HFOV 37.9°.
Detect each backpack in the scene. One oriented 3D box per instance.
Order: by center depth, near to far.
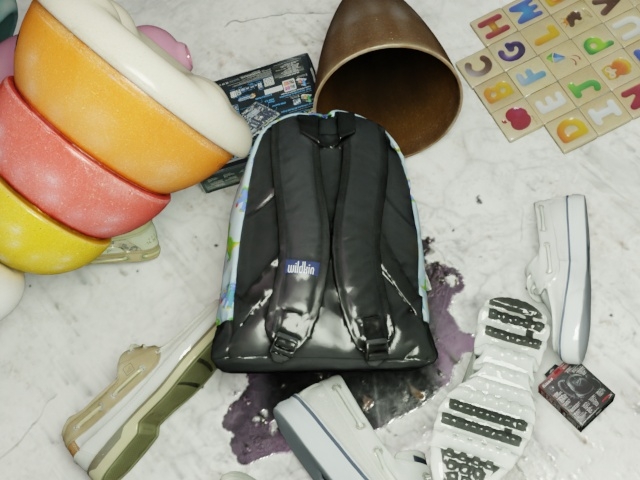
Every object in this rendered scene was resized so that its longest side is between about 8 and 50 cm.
[{"bbox_3d":[0.000,0.000,1.250,0.290,0.273,0.356,-1,79,-5],"label":"backpack"}]

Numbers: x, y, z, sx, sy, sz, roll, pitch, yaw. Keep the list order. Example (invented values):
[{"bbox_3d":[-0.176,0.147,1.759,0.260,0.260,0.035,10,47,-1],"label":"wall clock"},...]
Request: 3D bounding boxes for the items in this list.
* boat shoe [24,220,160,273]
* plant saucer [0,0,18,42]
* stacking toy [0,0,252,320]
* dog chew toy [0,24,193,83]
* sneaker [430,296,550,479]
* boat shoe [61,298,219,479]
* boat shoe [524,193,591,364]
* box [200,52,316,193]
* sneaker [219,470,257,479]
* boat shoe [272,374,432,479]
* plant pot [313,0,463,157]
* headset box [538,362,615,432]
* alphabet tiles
[{"bbox_3d":[-0.386,0.010,1.404,0.285,0.089,0.105,-7,33,8],"label":"boat shoe"},{"bbox_3d":[-0.569,-0.271,1.500,0.043,0.317,0.318,30,70,-12],"label":"plant saucer"},{"bbox_3d":[-0.354,-0.074,1.237,0.350,0.350,0.480,41,95,26],"label":"stacking toy"},{"bbox_3d":[-0.364,-0.245,1.465,0.331,0.207,0.207,-15,62,5],"label":"dog chew toy"},{"bbox_3d":[0.204,0.204,1.132,0.110,0.118,0.292,22,46,13],"label":"sneaker"},{"bbox_3d":[-0.232,0.188,1.279,0.103,0.113,0.302,38,78,19],"label":"boat shoe"},{"bbox_3d":[0.315,0.051,1.244,0.084,0.095,0.258,-4,49,21],"label":"boat shoe"},{"bbox_3d":[-0.099,-0.186,1.467,0.220,0.051,0.175,-17,62,3],"label":"box"},{"bbox_3d":[-0.038,0.379,1.172,0.237,0.085,0.086,27,105,17],"label":"sneaker"},{"bbox_3d":[0.103,0.306,1.153,0.156,0.136,0.367,-31,54,-18],"label":"boat shoe"},{"bbox_3d":[0.088,-0.276,1.401,0.215,0.215,0.230,-11,48,7],"label":"plant pot"},{"bbox_3d":[0.326,0.194,1.200,0.062,0.032,0.083,-41,62,-10],"label":"headset box"},{"bbox_3d":[0.399,-0.288,1.433,0.342,0.011,0.285,-27,62,-1],"label":"alphabet tiles"}]
